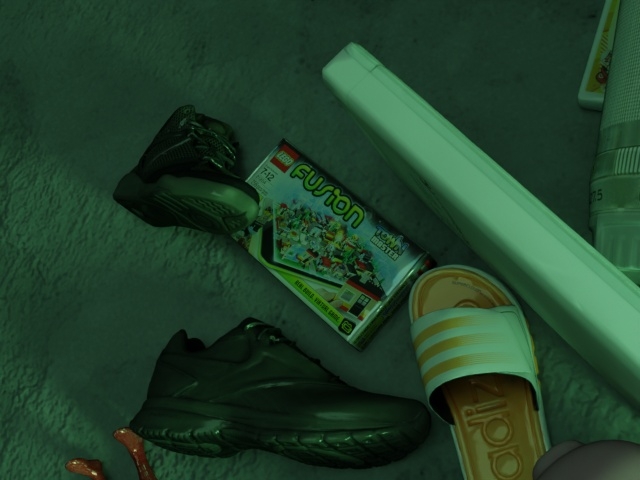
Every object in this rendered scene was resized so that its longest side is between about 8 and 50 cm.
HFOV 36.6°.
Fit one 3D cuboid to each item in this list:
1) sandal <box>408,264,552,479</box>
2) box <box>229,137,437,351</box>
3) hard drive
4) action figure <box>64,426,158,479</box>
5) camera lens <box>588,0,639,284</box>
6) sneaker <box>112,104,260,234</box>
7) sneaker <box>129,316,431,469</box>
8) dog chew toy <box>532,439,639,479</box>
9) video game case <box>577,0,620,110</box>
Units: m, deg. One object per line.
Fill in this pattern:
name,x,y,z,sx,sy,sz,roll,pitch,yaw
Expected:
sandal,0.141,0.132,0.818,0.102,0.076,0.265,-22,64,13
box,0.000,0.000,0.948,0.207,0.036,0.114,40,88,29
hard drive,0.159,0.005,0.769,0.047,0.233,0.353,-44,61,2
action figure,-0.164,0.301,0.851,0.091,0.139,0.280,-35,64,8
camera lens,0.325,-0.096,0.727,0.220,0.219,0.274,8,86,24
sneaker,-0.118,-0.076,0.963,0.228,0.087,0.130,7,66,58
sneaker,-0.039,0.134,0.879,0.286,0.109,0.130,2,65,21
dog chew toy,0.262,0.274,0.656,0.207,0.206,0.331,-39,53,5
video game case,0.367,-0.211,0.885,0.206,0.026,0.226,13,77,26
